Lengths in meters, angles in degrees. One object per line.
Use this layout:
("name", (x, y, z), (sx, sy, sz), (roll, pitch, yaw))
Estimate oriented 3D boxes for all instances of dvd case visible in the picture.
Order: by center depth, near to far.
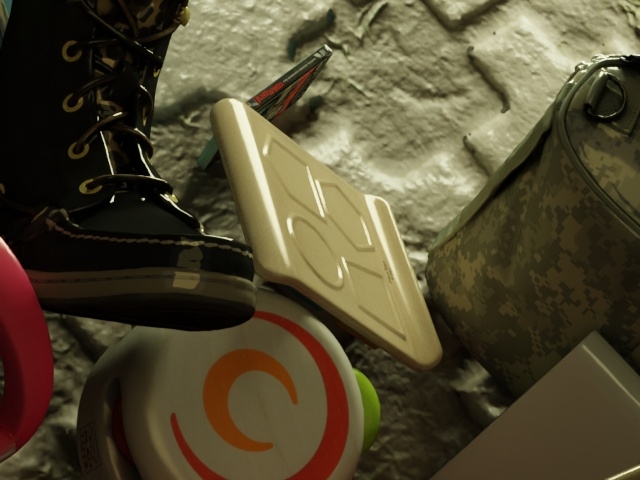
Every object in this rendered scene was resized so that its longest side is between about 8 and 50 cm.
("dvd case", (-0.046, -0.110, 1.645), (0.013, 0.087, 0.119), (47, 60, 4))

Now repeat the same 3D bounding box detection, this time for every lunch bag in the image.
("lunch bag", (0.242, 0.012, 1.565), (0.256, 0.305, 0.212), (31, 56, -5))

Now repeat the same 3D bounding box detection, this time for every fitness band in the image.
("fitness band", (-0.291, 0.073, 1.354), (0.054, 0.291, 0.209), (-29, 91, -46))

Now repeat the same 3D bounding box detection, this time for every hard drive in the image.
("hard drive", (0.248, 0.241, 1.517), (0.307, 0.203, 0.040), (47, 36, 6))

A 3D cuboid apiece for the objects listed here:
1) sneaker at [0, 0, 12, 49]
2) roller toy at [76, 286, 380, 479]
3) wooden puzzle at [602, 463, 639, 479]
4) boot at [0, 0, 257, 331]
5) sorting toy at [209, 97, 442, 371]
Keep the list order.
("sneaker", (-0.282, -0.250, 1.605), (0.208, 0.127, 0.319), (-6, 67, -24))
("roller toy", (-0.080, 0.138, 1.477), (0.209, 0.146, 0.191), (40, 60, -11))
("wooden puzzle", (0.165, 0.343, 1.214), (0.322, 0.080, 0.348), (-19, 78, -26))
("boot", (-0.144, -0.087, 1.390), (0.138, 0.377, 0.284), (11, 88, -27))
("sorting toy", (0.000, 0.000, 1.566), (0.208, 0.038, 0.193), (31, 30, -42))
